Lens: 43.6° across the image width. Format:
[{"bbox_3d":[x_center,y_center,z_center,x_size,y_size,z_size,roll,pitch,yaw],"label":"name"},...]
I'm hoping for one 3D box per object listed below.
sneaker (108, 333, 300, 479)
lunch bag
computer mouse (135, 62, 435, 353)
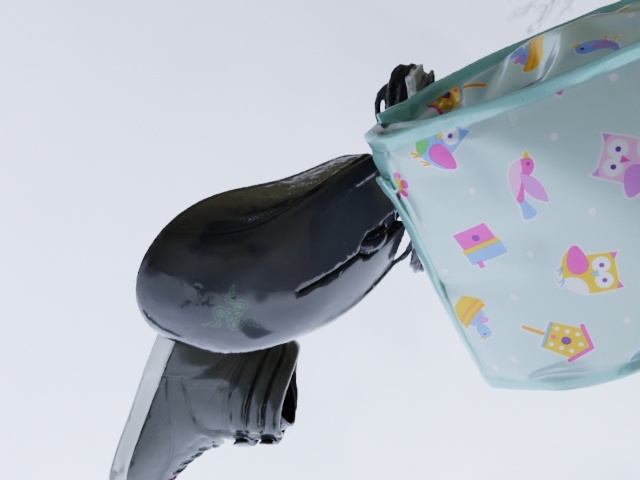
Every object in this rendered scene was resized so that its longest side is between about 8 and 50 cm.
[{"bbox_3d":[-0.110,0.189,0.784,0.146,0.296,0.104,23,-153,1],"label":"sneaker"},{"bbox_3d":[0.187,-0.033,0.549,0.223,0.262,0.160,62,-167,-20],"label":"lunch bag"},{"bbox_3d":[0.000,0.000,0.585,0.272,0.189,0.072,-27,-143,-21],"label":"computer mouse"}]
